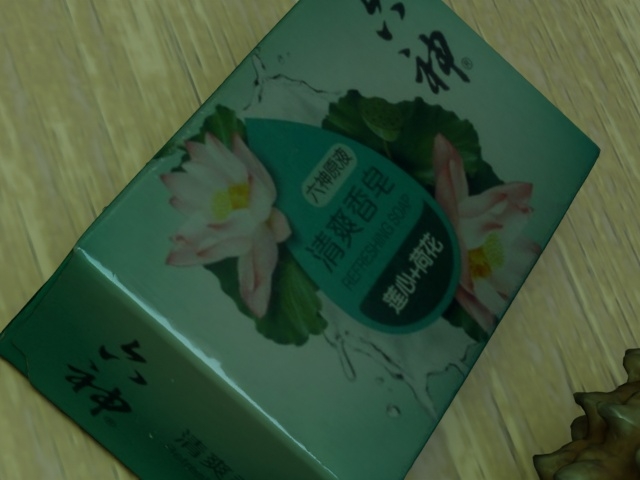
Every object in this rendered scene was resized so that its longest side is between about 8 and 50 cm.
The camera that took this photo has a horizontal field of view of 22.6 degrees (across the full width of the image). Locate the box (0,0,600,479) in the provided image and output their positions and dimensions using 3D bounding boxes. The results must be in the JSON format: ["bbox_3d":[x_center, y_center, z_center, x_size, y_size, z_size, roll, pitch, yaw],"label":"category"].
[{"bbox_3d":[0.000,0.000,0.676,0.153,0.092,0.245,41,50,-5],"label":"box"}]

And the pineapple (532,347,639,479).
[{"bbox_3d":[0.136,0.171,0.607,0.357,0.223,0.223,-34,84,-29],"label":"pineapple"}]
